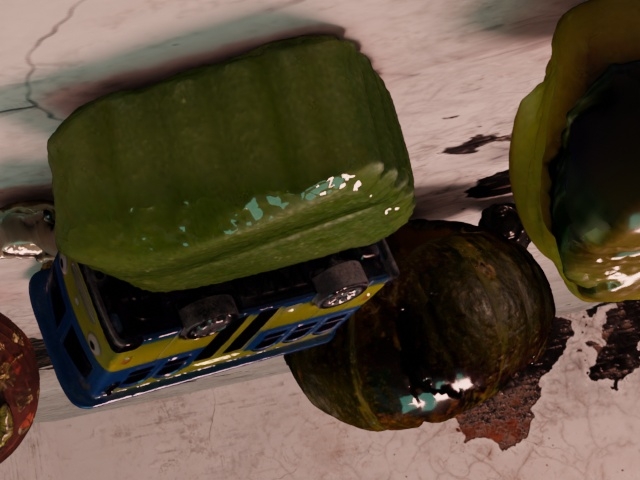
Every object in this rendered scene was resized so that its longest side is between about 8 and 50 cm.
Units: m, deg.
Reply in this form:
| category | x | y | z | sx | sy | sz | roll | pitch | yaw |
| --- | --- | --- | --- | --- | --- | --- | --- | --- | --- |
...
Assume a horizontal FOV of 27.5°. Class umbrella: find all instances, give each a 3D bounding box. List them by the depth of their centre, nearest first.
| category | x | y | z | sx | sy | sz | roll | pitch | yaw |
| --- | --- | --- | --- | --- | --- | --- | --- | --- | --- |
| umbrella | 0.238 | -0.010 | 1.665 | 0.066 | 0.059 | 0.235 | 13 | 175 | 10 |

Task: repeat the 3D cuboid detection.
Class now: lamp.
| category | x | y | z | sx | sy | sz | roll | pitch | yaw |
| --- | --- | --- | --- | --- | --- | --- | --- | --- | --- |
| lamp | -0.451 | 0.182 | 1.564 | 0.247 | 0.247 | 0.247 | -10 | 170 | -2 |

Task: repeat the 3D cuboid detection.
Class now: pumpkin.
| category | x | y | z | sx | sy | sz | roll | pitch | yaw |
| --- | --- | --- | --- | --- | --- | --- | --- | --- | --- |
| pumpkin | 0.098 | 0.090 | 1.511 | 0.320 | 0.192 | 0.320 | -17 | -163 | 5 |

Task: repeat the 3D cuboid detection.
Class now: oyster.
| category | x | y | z | sx | sy | sz | roll | pitch | yaw |
| --- | --- | --- | --- | --- | --- | --- | --- | --- | --- |
| oyster | -0.244 | -0.009 | 1.193 | 0.108 | 0.053 | 0.165 | -38 | 149 | 30 |

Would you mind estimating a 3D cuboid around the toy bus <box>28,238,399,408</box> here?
| category | x | y | z | sx | sy | sz | roll | pitch | yaw |
| --- | --- | --- | --- | --- | --- | --- | --- | --- | --- |
| toy bus | -0.096 | 0.033 | 1.173 | 0.287 | 0.138 | 0.175 | -13 | 161 | -32 |

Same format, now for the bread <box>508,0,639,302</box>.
| category | x | y | z | sx | sy | sz | roll | pitch | yaw |
| --- | --- | --- | --- | --- | --- | --- | --- | --- | --- |
| bread | 0.316 | -0.080 | 0.882 | 0.376 | 0.208 | 0.251 | -11 | 157 | 1 |

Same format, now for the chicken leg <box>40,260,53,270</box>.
| category | x | y | z | sx | sy | sz | roll | pitch | yaw |
| --- | --- | --- | --- | --- | --- | --- | --- | --- | --- |
| chicken leg | -0.277 | 0.052 | 1.493 | 0.093 | 0.070 | 0.178 | -10 | 160 | 1 |

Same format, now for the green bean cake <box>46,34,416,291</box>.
| category | x | y | z | sx | sy | sz | roll | pitch | yaw |
| --- | --- | --- | --- | --- | --- | --- | --- | --- | --- |
| green bean cake | -0.062 | -0.049 | 0.954 | 0.248 | 0.125 | 0.222 | -16 | 169 | 9 |
